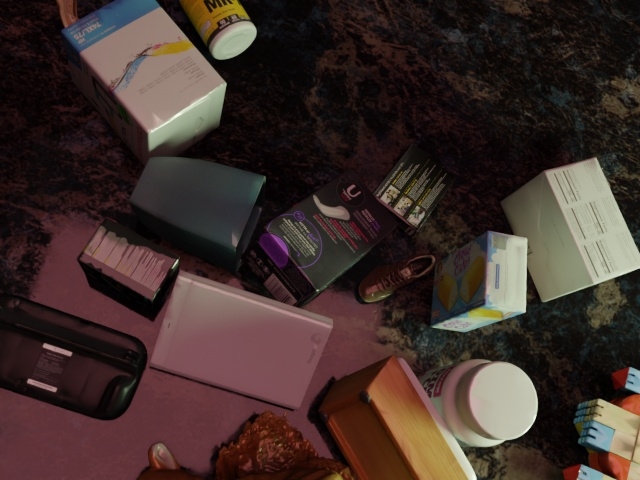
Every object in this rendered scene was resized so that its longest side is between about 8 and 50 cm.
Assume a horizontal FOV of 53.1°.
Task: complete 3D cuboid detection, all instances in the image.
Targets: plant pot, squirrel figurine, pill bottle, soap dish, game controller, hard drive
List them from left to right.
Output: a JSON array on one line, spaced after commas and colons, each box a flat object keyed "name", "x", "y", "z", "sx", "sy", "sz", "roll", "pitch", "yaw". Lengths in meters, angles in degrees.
[{"name": "game controller", "x": -0.498, "y": 0.220, "z": 1.209, "sx": 0.319, "sy": 0.067, "sz": 0.166, "roll": 21, "pitch": 84, "yaw": -6}, {"name": "plant pot", "x": -0.250, "y": -0.068, "z": 1.299, "sx": 0.234, "sy": 0.165, "sz": 0.165, "roll": 20, "pitch": 70, "yaw": 0}, {"name": "pill bottle", "x": -0.246, "y": -0.530, "z": 1.459, "sx": 0.119, "sy": 0.119, "sz": 0.208, "roll": -30, "pitch": 82, "yaw": -20}, {"name": "hard drive", "x": -0.155, "y": 0.198, "z": 1.246, "sx": 0.308, "sy": 0.040, "sz": 0.203, "roll": 19, "pitch": 107, "yaw": -7}, {"name": "squirrel figurine", "x": -0.133, "y": 0.467, "z": 1.097, "sx": 0.370, "sy": 0.397, "sz": 0.281, "roll": 3, "pitch": 100, "yaw": 20}, {"name": "soap dish", "x": 0.134, "y": 0.382, "z": 1.212, "sx": 0.118, "sy": 0.229, "sz": 0.291, "roll": -25, "pitch": 80, "yaw": -38}, {"name": "pill bottle", "x": 0.286, "y": 0.316, "z": 1.244, "sx": 0.160, "sy": 0.283, "sz": 0.160, "roll": 4, "pitch": 72, "yaw": -13}]

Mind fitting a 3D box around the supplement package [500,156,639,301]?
[{"name": "supplement package", "x": 0.563, "y": -0.020, "z": 1.457, "sx": 0.145, "sy": 0.204, "sz": 0.261, "roll": -15, "pitch": 78, "yaw": -17}]

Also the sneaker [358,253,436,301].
[{"name": "sneaker", "x": 0.169, "y": 0.072, "z": 1.403, "sx": 0.188, "sy": 0.071, "sz": 0.066, "roll": -27, "pitch": 81, "yaw": -20}]

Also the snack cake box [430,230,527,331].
[{"name": "snack cake box", "x": 0.322, "y": 0.093, "z": 1.331, "sx": 0.089, "sy": 0.264, "sz": 0.152, "roll": 10, "pitch": 71, "yaw": -10}]

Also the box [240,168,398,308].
[{"name": "box", "x": 0.000, "y": 0.000, "z": 1.314, "sx": 0.270, "sy": 0.143, "sz": 0.165, "roll": -36, "pitch": 85, "yaw": -37}]

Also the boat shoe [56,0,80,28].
[{"name": "boat shoe", "x": -0.545, "y": -0.493, "z": 1.410, "sx": 0.048, "sy": 0.056, "sz": 0.153, "roll": -17, "pitch": 71, "yaw": -13}]

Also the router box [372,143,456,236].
[{"name": "router box", "x": 0.212, "y": -0.118, "z": 1.485, "sx": 0.133, "sy": 0.046, "sz": 0.179, "roll": 39, "pitch": 68, "yaw": 0}]

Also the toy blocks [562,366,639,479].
[{"name": "toy blocks", "x": 0.669, "y": 0.435, "z": 1.378, "sx": 0.261, "sy": 0.190, "sz": 0.381, "roll": 23, "pitch": 70, "yaw": 6}]

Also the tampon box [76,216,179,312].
[{"name": "tampon box", "x": -0.371, "y": 0.049, "z": 1.251, "sx": 0.161, "sy": 0.120, "sz": 0.101, "roll": 30, "pitch": 69, "yaw": -4}]

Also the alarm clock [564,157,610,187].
[{"name": "alarm clock", "x": 0.641, "y": -0.103, "z": 1.577, "sx": 0.129, "sy": 0.064, "sz": 0.192, "roll": 12, "pitch": 69, "yaw": -10}]

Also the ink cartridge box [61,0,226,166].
[{"name": "ink cartridge box", "x": -0.359, "y": -0.326, "z": 1.327, "sx": 0.197, "sy": 0.198, "sz": 0.270, "roll": -39, "pitch": 85, "yaw": -22}]
